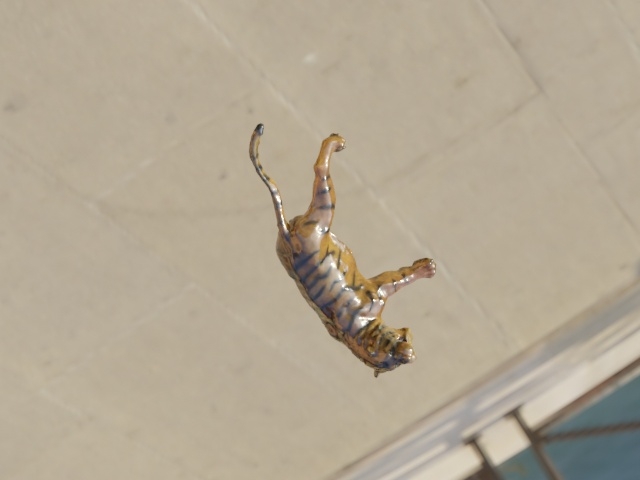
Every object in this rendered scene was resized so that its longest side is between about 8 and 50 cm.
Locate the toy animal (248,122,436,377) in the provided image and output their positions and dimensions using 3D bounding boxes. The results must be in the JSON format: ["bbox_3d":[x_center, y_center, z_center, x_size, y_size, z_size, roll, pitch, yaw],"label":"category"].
[{"bbox_3d":[-0.005,0.002,1.405,0.114,0.116,0.255,-12,127,42],"label":"toy animal"}]
